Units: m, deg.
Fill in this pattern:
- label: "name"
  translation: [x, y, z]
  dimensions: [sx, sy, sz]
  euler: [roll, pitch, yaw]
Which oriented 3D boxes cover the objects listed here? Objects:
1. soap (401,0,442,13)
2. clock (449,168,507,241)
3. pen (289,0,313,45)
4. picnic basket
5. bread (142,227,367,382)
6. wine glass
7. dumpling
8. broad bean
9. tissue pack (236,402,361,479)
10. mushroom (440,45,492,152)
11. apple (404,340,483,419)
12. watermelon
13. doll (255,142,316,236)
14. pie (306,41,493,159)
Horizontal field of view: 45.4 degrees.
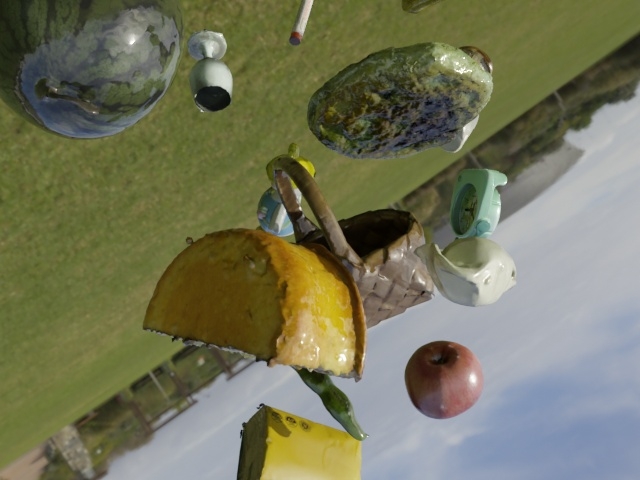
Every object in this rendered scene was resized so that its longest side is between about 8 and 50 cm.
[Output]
- label: "soap"
  translation: [0.173, -0.363, 1.065]
  dimensions: [0.140, 0.045, 0.089]
  euler: [-9, -131, 40]
- label: "clock"
  translation: [0.342, -0.065, 1.694]
  dimensions: [0.060, 0.188, 0.148]
  euler: [10, -175, -18]
- label: "pen"
  translation: [-0.028, -0.517, 1.644]
  dimensions: [0.028, 0.028, 0.239]
  euler: [-40, -148, 59]
- label: "picnic basket"
  translation: [0.000, 0.000, 1.319]
  dimensions: [0.337, 0.337, 0.293]
  euler: [-34, -162, -7]
- label: "bread"
  translation: [-0.088, 0.075, 1.057]
  dimensions: [0.340, 0.178, 0.194]
  euler: [6, 171, 43]
- label: "wine glass"
  translation: [-0.315, -0.478, 2.168]
  dimensions: [0.127, 0.241, 0.126]
  euler: [-6, 143, -5]
- label: "dumpling"
  translation: [0.194, 0.033, 1.070]
  dimensions: [0.169, 0.134, 0.099]
  euler: [-21, 130, -47]
- label: "broad bean"
  translation: [-0.001, 0.301, 1.599]
  dimensions: [0.060, 0.297, 0.043]
  euler: [-38, 169, -38]
- label: "tissue pack"
  translation: [-0.042, 0.494, 1.673]
  dimensions: [0.134, 0.271, 0.192]
  euler: [-42, -146, 39]
- label: "mushroom"
  translation: [0.304, -0.329, 1.705]
  dimensions: [0.122, 0.159, 0.328]
  euler: [2, -149, 24]
- label: "apple"
  translation: [0.235, 0.261, 1.465]
  dimensions: [0.153, 0.120, 0.153]
  euler: [-14, -144, 11]
- label: "watermelon"
  translation: [-0.331, -0.287, 1.071]
  dimensions: [0.279, 0.279, 0.359]
  euler: [-36, -148, 28]
- label: "doll"
  translation: [-0.071, -0.092, 1.519]
  dimensions: [0.135, 0.099, 0.241]
  euler: [-34, 156, -33]
- label: "pie"
  translation: [0.144, -0.226, 1.330]
  dimensions: [0.323, 0.070, 0.323]
  euler: [-6, 153, -3]
